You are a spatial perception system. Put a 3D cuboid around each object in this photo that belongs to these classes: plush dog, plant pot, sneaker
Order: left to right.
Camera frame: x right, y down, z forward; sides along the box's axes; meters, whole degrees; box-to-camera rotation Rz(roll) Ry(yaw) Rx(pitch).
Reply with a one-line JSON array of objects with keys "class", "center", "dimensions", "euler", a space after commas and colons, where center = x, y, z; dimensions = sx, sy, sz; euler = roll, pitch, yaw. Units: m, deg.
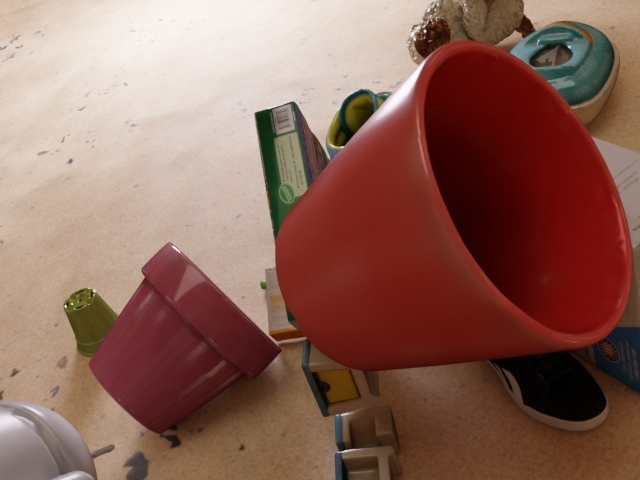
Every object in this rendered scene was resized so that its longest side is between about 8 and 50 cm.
[{"class": "plant pot", "center": [-0.339, 0.115, 1.203], "dimensions": [0.083, 0.079, 0.083], "euler": [-13, 37, 10]}, {"class": "plant pot", "center": [-0.181, 0.133, 1.024], "dimensions": [0.180, 0.201, 0.201], "euler": [-46, 40, -6]}, {"class": "sneaker", "center": [0.135, -0.154, 1.196], "dimensions": [0.127, 0.208, 0.319], "euler": [5, 35, 44]}, {"class": "plant pot", "center": [0.103, -0.003, 0.749], "dimensions": [0.243, 0.275, 0.275], "euler": [-31, 22, 44]}, {"class": "plush dog", "center": [0.268, -0.408, 1.544], "dimensions": [0.225, 0.210, 0.262], "euler": [-32, 7, 8]}, {"class": "sneaker", "center": [0.221, 0.111, 0.898], "dimensions": [0.079, 0.121, 0.217], "euler": [-32, 37, -13]}]

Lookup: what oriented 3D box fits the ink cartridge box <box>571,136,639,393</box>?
[{"class": "ink cartridge box", "center": [0.279, -0.001, 0.928], "dimensions": [0.129, 0.223, 0.307], "euler": [-36, 38, -17]}]

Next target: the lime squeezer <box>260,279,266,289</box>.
[{"class": "lime squeezer", "center": [0.059, 0.034, 1.134], "dimensions": [0.311, 0.058, 0.110], "euler": [-17, 36, 6]}]

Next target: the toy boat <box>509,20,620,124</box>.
[{"class": "toy boat", "center": [0.443, -0.293, 1.295], "dimensions": [0.318, 0.148, 0.267], "euler": [-4, 39, 23]}]

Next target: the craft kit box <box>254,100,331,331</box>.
[{"class": "craft kit box", "center": [0.000, 0.000, 0.965], "dimensions": [0.061, 0.246, 0.249], "euler": [-15, 69, 13]}]

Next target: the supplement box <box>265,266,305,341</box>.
[{"class": "supplement box", "center": [-0.039, 0.082, 1.102], "dimensions": [0.062, 0.036, 0.098], "euler": [-10, 65, 14]}]

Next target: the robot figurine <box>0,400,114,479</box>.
[{"class": "robot figurine", "center": [-0.374, 0.284, 0.833], "dimensions": [0.300, 0.199, 0.353], "euler": [-12, 0, 28]}]

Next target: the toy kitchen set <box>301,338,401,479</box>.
[{"class": "toy kitchen set", "center": [0.008, 0.226, 0.812], "dimensions": [0.122, 0.166, 0.207], "euler": [-14, 36, 9]}]
